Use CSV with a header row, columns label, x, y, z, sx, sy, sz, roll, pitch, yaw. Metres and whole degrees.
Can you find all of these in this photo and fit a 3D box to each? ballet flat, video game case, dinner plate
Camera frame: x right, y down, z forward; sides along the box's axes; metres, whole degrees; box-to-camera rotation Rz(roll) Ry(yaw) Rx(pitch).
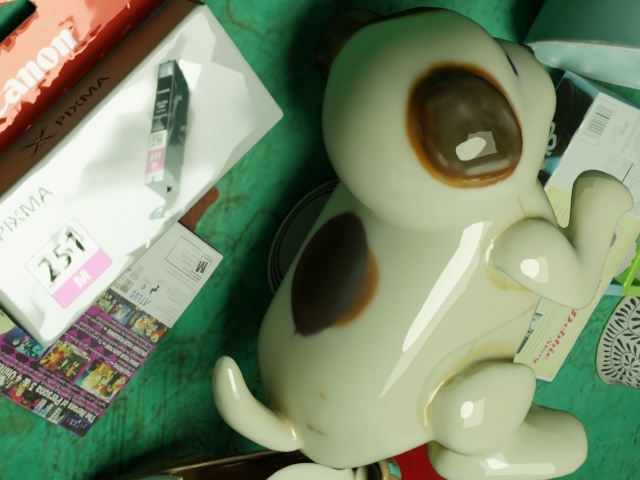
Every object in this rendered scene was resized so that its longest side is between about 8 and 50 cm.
label,x,y,z,sx,sy,sz,roll,pitch,yaw
ballet flat,-0.087,0.248,1.604,0.342,0.116,0.124,-10,168,-9
video game case,-0.214,0.042,1.467,0.210,0.042,0.232,-53,141,-2
dinner plate,0.000,0.000,1.677,0.141,0.017,0.141,-26,135,-30

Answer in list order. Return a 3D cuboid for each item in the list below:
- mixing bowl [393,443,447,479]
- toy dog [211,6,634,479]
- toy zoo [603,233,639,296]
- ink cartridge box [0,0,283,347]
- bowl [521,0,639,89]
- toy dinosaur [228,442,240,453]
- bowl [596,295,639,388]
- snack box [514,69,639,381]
label,x,y,z,sx,sy,sz,roll,pitch,yaw
mixing bowl,0.066,0.256,1.869,0.181,0.098,0.181,-27,135,-30
toy dog,0.082,-0.016,1.563,0.395,0.284,0.408,-4,121,-22
toy zoo,0.333,-0.029,1.986,0.293,0.030,0.192,7,112,-48
ink cartridge box,-0.193,-0.094,1.329,0.275,0.060,0.239,-45,127,-11
bowl,0.365,-0.235,1.691,0.311,0.311,0.163,12,89,-49
toy dinosaur,-0.003,0.355,1.732,0.313,0.121,0.160,38,76,-20
bowl,0.432,0.128,2.166,0.170,0.080,0.170,-25,133,-30
snack box,0.256,-0.007,1.856,0.187,0.060,0.322,17,106,-44
